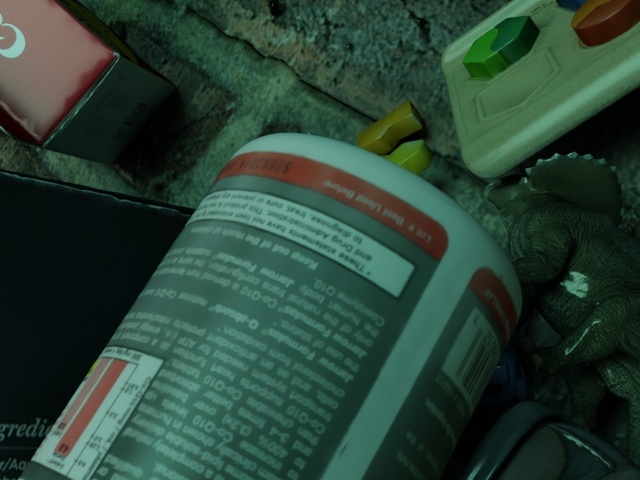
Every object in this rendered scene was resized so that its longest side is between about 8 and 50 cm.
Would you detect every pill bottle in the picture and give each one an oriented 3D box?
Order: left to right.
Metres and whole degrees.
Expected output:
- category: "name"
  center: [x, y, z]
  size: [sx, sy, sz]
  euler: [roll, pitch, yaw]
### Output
- category: "pill bottle"
  center: [-0.049, 0.135, 0.609]
  size: [0.210, 0.210, 0.363]
  euler: [13, 63, 41]

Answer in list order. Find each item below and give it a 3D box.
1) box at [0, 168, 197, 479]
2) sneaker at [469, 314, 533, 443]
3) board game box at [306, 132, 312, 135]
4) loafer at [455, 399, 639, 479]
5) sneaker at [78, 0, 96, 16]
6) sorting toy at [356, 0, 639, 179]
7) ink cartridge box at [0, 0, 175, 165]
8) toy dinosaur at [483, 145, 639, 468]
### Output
- category: "box"
  center: [-0.313, 0.180, 0.842]
  size: [0.480, 0.297, 0.471]
  euler: [8, 89, 44]
- category: "sneaker"
  center: [0.129, 0.087, 0.805]
  size: [0.053, 0.059, 0.144]
  euler: [-12, 60, 30]
- category: "board game box"
  center: [0.000, 0.000, 0.960]
  size: [0.141, 0.048, 0.170]
  euler: [-51, 47, 5]
- category: "loafer"
  center: [0.088, 0.241, 0.615]
  size: [0.095, 0.109, 0.302]
  euler: [23, 78, 39]
- category: "sneaker"
  center: [-0.412, -0.219, 1.348]
  size: [0.321, 0.126, 0.127]
  euler: [-15, 54, 40]
- category: "sorting toy"
  center: [0.155, -0.141, 0.875]
  size: [0.307, 0.041, 0.229]
  euler: [-34, 26, 18]
- category: "ink cartridge box"
  center: [-0.337, -0.233, 1.109]
  size: [0.309, 0.272, 0.130]
  euler: [41, 95, 6]
- category: "toy dinosaur"
  center: [0.195, 0.049, 0.730]
  size: [0.160, 0.121, 0.313]
  euler: [-24, 61, -17]
